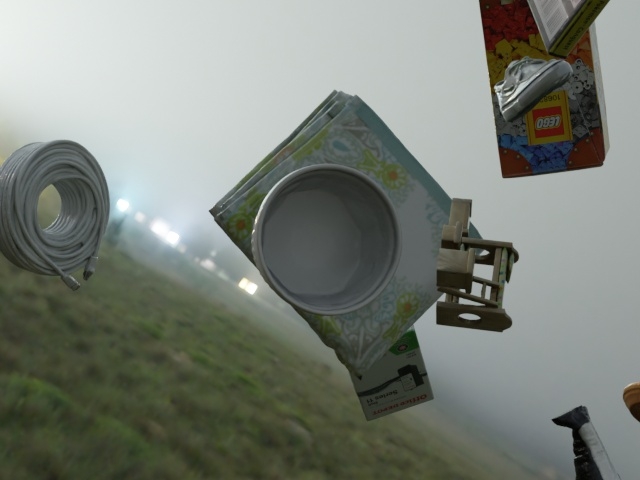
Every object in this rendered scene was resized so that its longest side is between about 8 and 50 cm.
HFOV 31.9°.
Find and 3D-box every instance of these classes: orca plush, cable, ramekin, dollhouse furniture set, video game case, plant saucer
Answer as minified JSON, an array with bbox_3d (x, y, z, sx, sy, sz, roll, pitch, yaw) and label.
[{"bbox_3d":[0.408,0.400,1.688,0.287,0.102,0.151,64,17,3],"label":"orca plush"},{"bbox_3d":[-0.508,-0.062,2.117,0.089,0.257,0.257,7,-21,36],"label":"cable"},{"bbox_3d":[0.000,0.000,1.560,0.207,0.207,0.109,33,-10,-12],"label":"ramekin"},{"bbox_3d":[0.215,0.003,1.486,0.101,0.181,0.161,6,-29,9],"label":"dollhouse furniture set"},{"bbox_3d":[0.370,-0.440,1.598,0.035,0.248,0.274,10,48,-23],"label":"video game case"},{"bbox_3d":[0.689,0.341,2.199,0.200,0.037,0.200,22,-23,10],"label":"plant saucer"}]

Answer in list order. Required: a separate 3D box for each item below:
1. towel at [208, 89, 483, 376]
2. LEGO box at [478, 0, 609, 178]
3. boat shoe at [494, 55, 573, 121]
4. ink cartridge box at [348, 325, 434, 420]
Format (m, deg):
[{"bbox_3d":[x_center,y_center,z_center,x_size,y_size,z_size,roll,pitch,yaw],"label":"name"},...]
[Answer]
[{"bbox_3d":[0.049,-0.019,1.842,0.374,0.320,0.090,48,-11,-6],"label":"towel"},{"bbox_3d":[0.460,-0.334,2.249,0.193,0.372,0.500,-7,5,16],"label":"LEGO box"},{"bbox_3d":[0.320,-0.249,1.761,0.075,0.083,0.226,58,-16,4],"label":"boat shoe"},{"bbox_3d":[0.130,0.247,2.240,0.087,0.153,0.208,-109,179,-51],"label":"ink cartridge box"}]
